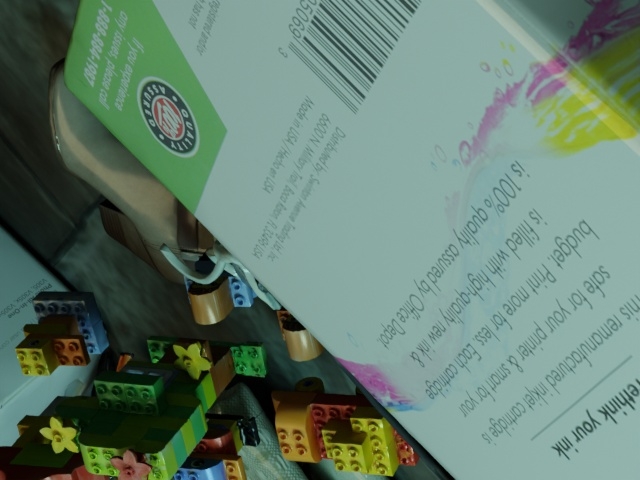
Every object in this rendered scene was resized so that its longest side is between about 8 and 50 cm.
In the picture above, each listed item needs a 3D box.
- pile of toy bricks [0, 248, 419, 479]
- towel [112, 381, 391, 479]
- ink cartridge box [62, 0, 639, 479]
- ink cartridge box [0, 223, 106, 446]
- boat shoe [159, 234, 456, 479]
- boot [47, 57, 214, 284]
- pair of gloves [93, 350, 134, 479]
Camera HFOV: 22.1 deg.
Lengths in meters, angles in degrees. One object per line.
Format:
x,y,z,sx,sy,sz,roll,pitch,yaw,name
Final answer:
-0.072,0.078,0.749,0.212,0.105,0.118,0,118,25,pile of toy bricks
0.005,0.215,0.960,0.324,0.056,0.312,49,154,-5,towel
0.095,-0.006,0.483,0.353,0.119,0.207,45,152,7,ink cartridge box
-0.244,0.040,1.031,0.212,0.093,0.154,41,150,10,ink cartridge box
0.000,0.000,0.661,0.254,0.079,0.095,47,152,2,boat shoe
-0.077,-0.030,0.779,0.087,0.042,0.118,15,139,36,boot
-0.125,0.103,0.971,0.010,0.074,0.083,12,173,-18,pair of gloves
